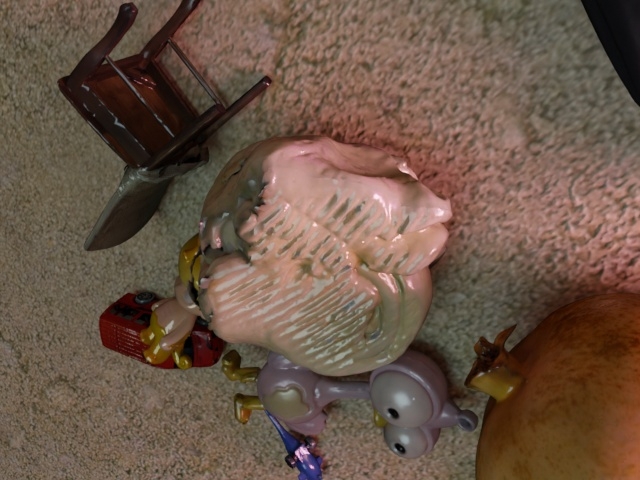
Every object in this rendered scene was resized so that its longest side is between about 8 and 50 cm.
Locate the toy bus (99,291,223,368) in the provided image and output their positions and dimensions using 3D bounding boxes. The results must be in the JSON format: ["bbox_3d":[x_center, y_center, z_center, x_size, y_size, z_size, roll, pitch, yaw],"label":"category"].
[{"bbox_3d":[-0.251,0.150,1.022,0.195,0.089,0.081,15,119,23],"label":"toy bus"}]

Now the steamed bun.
[{"bbox_3d":[0.000,0.000,0.756,0.280,0.207,0.268,13,121,-7],"label":"steamed bun"}]

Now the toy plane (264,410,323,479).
[{"bbox_3d":[-0.051,0.317,1.014,0.167,0.054,0.062,55,152,-4],"label":"toy plane"}]

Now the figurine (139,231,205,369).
[{"bbox_3d":[-0.165,0.074,0.903,0.246,0.131,0.156,-45,45,21],"label":"figurine"}]

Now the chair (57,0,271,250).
[{"bbox_3d":[-0.234,-0.147,0.839,0.319,0.160,0.186,-35,98,35],"label":"chair"}]

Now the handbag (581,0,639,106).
[{"bbox_3d":[0.308,-0.276,0.453,0.301,0.178,0.275,-28,97,36],"label":"handbag"}]

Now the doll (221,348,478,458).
[{"bbox_3d":[0.035,0.214,0.888,0.365,0.094,0.160,3,116,29],"label":"doll"}]

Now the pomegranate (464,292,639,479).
[{"bbox_3d":[0.284,0.197,0.621,0.319,0.319,0.319,12,117,25],"label":"pomegranate"}]
